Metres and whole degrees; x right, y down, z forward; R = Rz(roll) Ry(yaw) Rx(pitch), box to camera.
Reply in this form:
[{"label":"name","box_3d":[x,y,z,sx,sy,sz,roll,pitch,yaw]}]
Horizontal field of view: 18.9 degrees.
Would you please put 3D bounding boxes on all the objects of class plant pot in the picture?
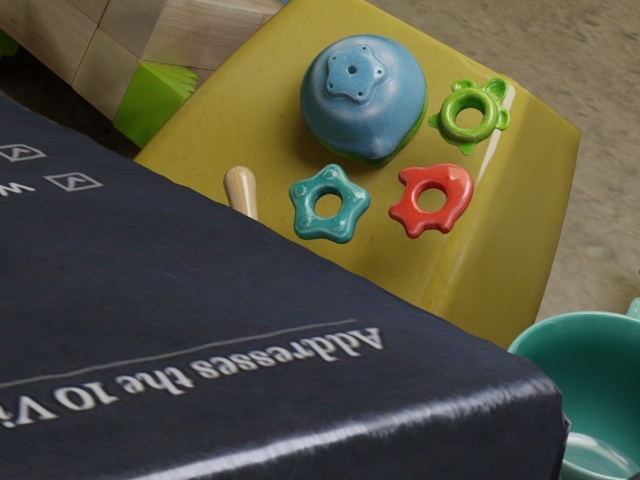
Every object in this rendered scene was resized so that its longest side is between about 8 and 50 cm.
[{"label":"plant pot","box_3d":[0.031,-0.028,1.114,0.212,0.187,0.212,31,4,22]}]

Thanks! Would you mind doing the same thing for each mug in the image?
[{"label":"mug","box_3d":[0.165,0.114,1.089,0.158,0.097,0.129,-20,50,-31]}]

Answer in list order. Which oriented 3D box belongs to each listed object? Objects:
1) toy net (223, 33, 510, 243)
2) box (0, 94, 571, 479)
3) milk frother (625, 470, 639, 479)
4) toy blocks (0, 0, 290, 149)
[{"label":"toy net","box_3d":[0.000,0.000,0.986,0.122,0.232,0.045,29,-11,18]},{"label":"box","box_3d":[-0.279,0.111,0.521,0.480,0.297,0.472,-8,24,-43]},{"label":"milk frother","box_3d":[0.194,0.184,0.921,0.134,0.143,0.129,52,51,-4]},{"label":"toy blocks","box_3d":[-0.129,-0.188,1.430,0.381,0.190,0.261,39,21,34]}]
